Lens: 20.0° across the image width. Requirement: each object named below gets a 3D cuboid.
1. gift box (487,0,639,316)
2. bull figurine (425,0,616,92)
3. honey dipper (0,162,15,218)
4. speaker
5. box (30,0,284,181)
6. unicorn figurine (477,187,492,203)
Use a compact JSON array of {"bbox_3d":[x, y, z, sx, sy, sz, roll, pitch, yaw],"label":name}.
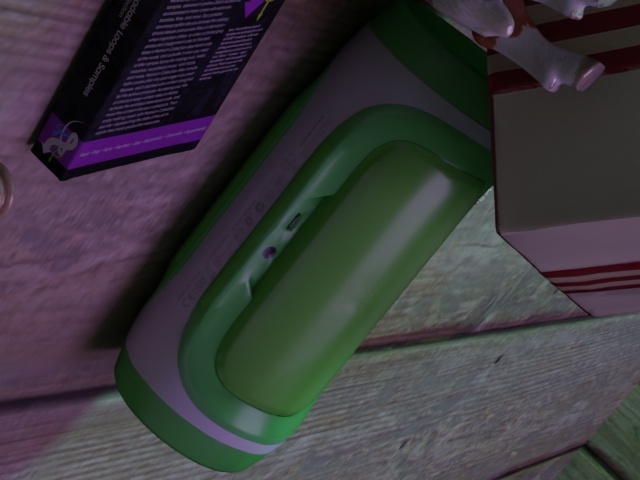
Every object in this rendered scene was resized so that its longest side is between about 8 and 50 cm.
[{"bbox_3d":[0.238,-0.088,0.992,0.258,0.255,0.276,-7,169,19],"label":"gift box"},{"bbox_3d":[0.138,-0.225,0.873,0.310,0.188,0.101,-48,157,23],"label":"bull figurine"},{"bbox_3d":[-0.198,-0.018,0.791,0.160,0.030,0.030,-7,137,-57],"label":"honey dipper"},{"bbox_3d":[0.000,0.000,1.113,0.296,0.131,0.131,-51,161,15],"label":"speaker"},{"bbox_3d":[-0.066,-0.106,0.896,0.116,0.029,0.162,-18,148,-57],"label":"box"},{"bbox_3d":[0.100,-0.056,1.322,0.111,0.060,0.162,-22,150,-51],"label":"unicorn figurine"}]
